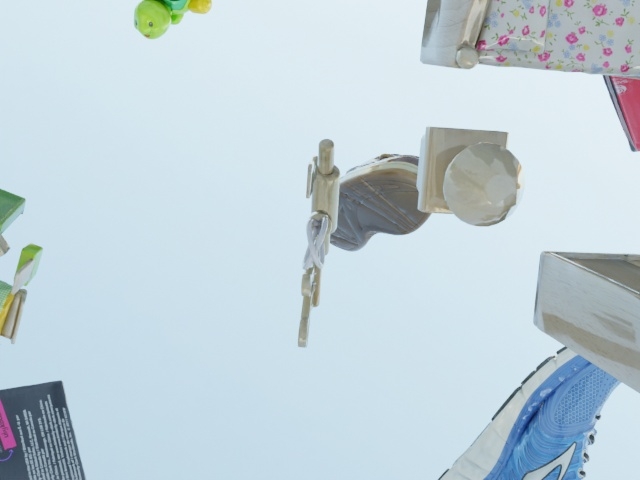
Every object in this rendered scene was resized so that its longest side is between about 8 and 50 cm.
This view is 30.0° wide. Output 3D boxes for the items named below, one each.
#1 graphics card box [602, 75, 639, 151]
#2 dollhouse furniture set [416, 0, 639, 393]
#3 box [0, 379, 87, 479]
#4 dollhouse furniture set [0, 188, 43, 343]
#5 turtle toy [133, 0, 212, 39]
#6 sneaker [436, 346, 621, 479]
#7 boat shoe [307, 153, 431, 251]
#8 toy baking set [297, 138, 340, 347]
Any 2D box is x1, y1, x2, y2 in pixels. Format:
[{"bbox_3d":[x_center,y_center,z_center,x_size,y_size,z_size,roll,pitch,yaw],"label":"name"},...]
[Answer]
[{"bbox_3d":[0.341,-0.311,1.253,0.233,0.094,0.370,51,-142,-50],"label":"graphics card box"},{"bbox_3d":[0.223,-0.105,0.596,0.303,0.355,0.174,3,-170,-14],"label":"dollhouse furniture set"},{"bbox_3d":[-0.437,0.272,1.406,0.270,0.165,0.143,-5,-112,-32],"label":"box"},{"bbox_3d":[-0.295,0.033,1.044,0.076,0.151,0.058,23,-153,2],"label":"dollhouse furniture set"},{"bbox_3d":[-0.173,-0.288,1.351,0.095,0.130,0.066,12,175,31],"label":"turtle toy"},{"bbox_3d":[0.236,0.231,1.230,0.147,0.330,0.130,40,-178,17],"label":"sneaker"},{"bbox_3d":[0.088,-0.078,1.717,0.123,0.342,0.123,34,-111,-8],"label":"boat shoe"},{"bbox_3d":[0.000,-0.004,1.222,0.030,0.256,0.196,4,-140,1],"label":"toy baking set"}]
